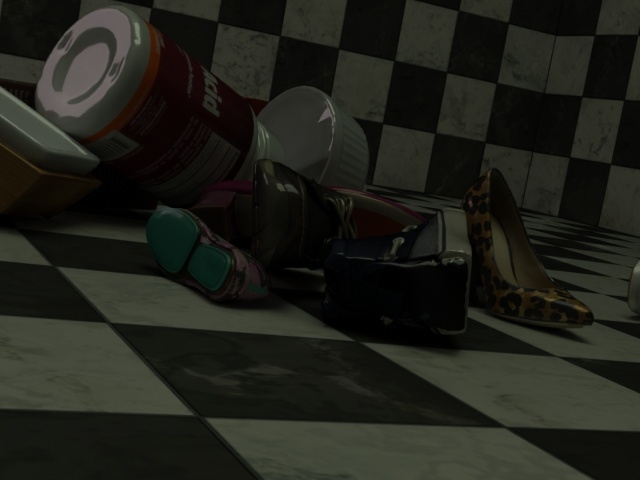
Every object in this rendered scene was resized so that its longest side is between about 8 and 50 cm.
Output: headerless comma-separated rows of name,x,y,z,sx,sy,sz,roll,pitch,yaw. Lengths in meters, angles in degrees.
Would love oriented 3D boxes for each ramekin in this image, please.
ramekin,-0.026,-0.144,1.949,0.127,0.273,0.273,22,-3,-41

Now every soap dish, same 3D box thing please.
soap dish,-0.464,-0.143,1.404,0.291,0.118,0.229,34,5,6

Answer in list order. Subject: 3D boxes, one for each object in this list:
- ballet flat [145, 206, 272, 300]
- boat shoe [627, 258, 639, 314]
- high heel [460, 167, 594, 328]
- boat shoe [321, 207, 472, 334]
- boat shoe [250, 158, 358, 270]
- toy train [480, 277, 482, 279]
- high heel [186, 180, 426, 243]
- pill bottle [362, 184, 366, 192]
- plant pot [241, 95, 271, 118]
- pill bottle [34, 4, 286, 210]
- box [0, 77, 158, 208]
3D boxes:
ballet flat,-0.125,0.023,1.158,0.079,0.077,0.221,28,-1,-36
boat shoe,0.572,0.079,1.602,0.096,0.098,0.277,15,7,42
high heel,0.267,0.008,1.336,0.093,0.186,0.261,6,8,-33
boat shoe,0.087,0.025,1.184,0.158,0.127,0.340,4,5,5
boat shoe,-0.016,-0.027,1.247,0.130,0.132,0.355,1,-1,-1
toy train,0.271,0.027,1.682,0.105,0.080,0.184,7,4,30
high heel,-0.012,-0.040,1.544,0.377,0.127,0.181,8,16,11
pill bottle,-0.009,-0.128,2.294,0.146,0.146,0.264,6,8,-34
plant pot,-0.219,-0.225,2.416,0.267,0.236,0.267,13,6,28
pill bottle,-0.243,-0.185,1.664,0.224,0.224,0.392,16,-13,41
box,-0.439,-0.164,1.726,0.143,0.191,0.381,15,8,39
